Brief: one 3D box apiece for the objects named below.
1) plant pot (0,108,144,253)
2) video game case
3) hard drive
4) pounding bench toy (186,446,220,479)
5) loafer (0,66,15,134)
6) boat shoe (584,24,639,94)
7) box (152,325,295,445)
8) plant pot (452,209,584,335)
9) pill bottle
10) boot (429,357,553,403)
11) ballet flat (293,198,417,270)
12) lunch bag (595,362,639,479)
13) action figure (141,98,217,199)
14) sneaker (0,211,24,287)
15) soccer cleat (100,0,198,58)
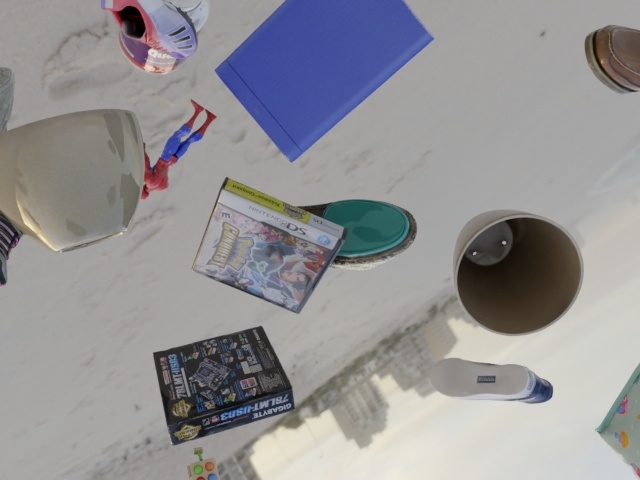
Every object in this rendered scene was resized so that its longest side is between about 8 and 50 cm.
[{"bbox_3d":[-0.424,-0.087,1.174,0.284,0.191,0.284,-19,180,0],"label":"plant pot"},{"bbox_3d":[-0.109,0.021,1.342,0.275,0.248,0.035,120,-10,-47],"label":"video game case"},{"bbox_3d":[0.002,-0.313,1.147,0.318,0.210,0.040,-39,-176,19],"label":"hard drive"},{"bbox_3d":[-0.238,0.454,1.364,0.052,0.083,0.065,-10,161,-20],"label":"pounding bench toy"},{"bbox_3d":[-0.762,-0.287,1.541,0.112,0.319,0.111,1,133,-4],"label":"loafer"},{"bbox_3d":[0.551,-0.291,1.092,0.307,0.111,0.104,3,170,-34],"label":"boat shoe"},{"bbox_3d":[-0.242,0.339,1.651,0.293,0.073,0.295,-14,-152,-14],"label":"box"},{"bbox_3d":[0.392,0.034,1.478,0.256,0.256,0.274,-32,-165,8],"label":"plant pot"},{"bbox_3d":[-0.367,-0.528,1.599,0.181,0.181,0.323,-26,-178,-25],"label":"pill bottle"},{"bbox_3d":[0.273,0.235,1.099,0.086,0.069,0.190,29,159,-38],"label":"boot"},{"bbox_3d":[0.000,0.000,1.524,0.482,0.164,0.182,1,151,24],"label":"ballet flat"},{"bbox_3d":[0.641,0.309,1.162,0.160,0.223,0.262,12,115,-27],"label":"lunch bag"},{"bbox_3d":[-0.394,-0.235,1.719,0.280,0.139,0.091,-55,146,4],"label":"action figure"},{"bbox_3d":[-0.562,0.000,1.215,0.074,0.170,0.063,-2,164,-35],"label":"sneaker"},{"bbox_3d":[-0.316,-0.400,1.251,0.108,0.116,0.318,8,169,10],"label":"soccer cleat"}]
